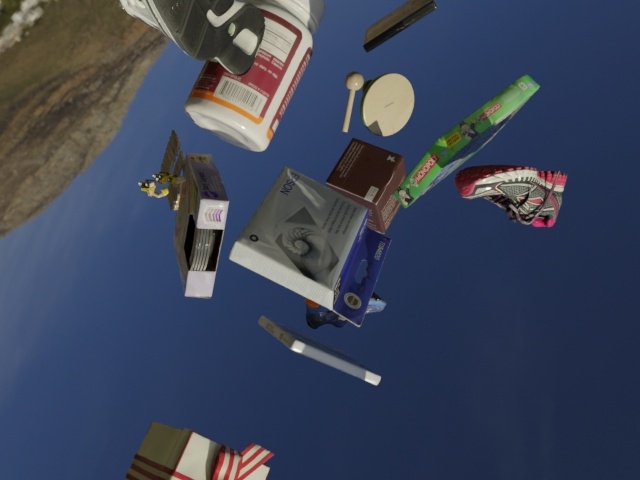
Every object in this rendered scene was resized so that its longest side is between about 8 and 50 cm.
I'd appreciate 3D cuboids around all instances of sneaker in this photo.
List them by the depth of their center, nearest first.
[{"bbox_3d":[-0.272,-0.410,1.055,0.258,0.447,0.169,23,-88,8],"label":"sneaker"},{"bbox_3d":[0.377,-0.086,1.222,0.121,0.299,0.111,9,-85,53],"label":"sneaker"},{"bbox_3d":[0.052,0.151,1.438,0.083,0.221,0.087,42,-56,50],"label":"sneaker"}]

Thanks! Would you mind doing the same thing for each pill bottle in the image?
[{"bbox_3d":[-0.152,-0.437,1.549,0.224,0.224,0.392,17,-100,47],"label":"pill bottle"}]

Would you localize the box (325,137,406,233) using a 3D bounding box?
[{"bbox_3d":[0.140,-0.155,1.834,0.167,0.203,0.168,25,-107,22],"label":"box"}]

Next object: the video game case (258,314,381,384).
[{"bbox_3d":[-0.007,0.238,1.388,0.026,0.227,0.206,-64,-155,-4],"label":"video game case"}]

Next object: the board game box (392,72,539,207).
[{"bbox_3d":[0.307,-0.209,1.338,0.317,0.046,0.213,-37,170,-32],"label":"board game box"}]

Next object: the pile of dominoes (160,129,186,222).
[{"bbox_3d":[-0.369,-0.166,1.687,0.251,0.040,0.195,-46,-122,59],"label":"pile of dominoes"}]

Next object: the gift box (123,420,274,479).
[{"bbox_3d":[-0.267,0.557,1.420,0.258,0.276,0.255,-12,-126,54],"label":"gift box"}]

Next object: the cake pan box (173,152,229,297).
[{"bbox_3d":[-0.274,-0.036,1.436,0.266,0.070,0.245,-119,-143,-54],"label":"cake pan box"}]

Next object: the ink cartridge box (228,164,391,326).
[{"bbox_3d":[0.000,0.000,1.002,0.045,0.224,0.223,-60,-177,42],"label":"ink cartridge box"}]

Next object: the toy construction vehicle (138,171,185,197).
[{"bbox_3d":[-0.355,-0.124,1.422,0.098,0.035,0.086,10,-154,33],"label":"toy construction vehicle"}]

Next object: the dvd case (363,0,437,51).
[{"bbox_3d":[0.184,-0.521,1.497,0.180,0.022,0.253,-29,-160,19],"label":"dvd case"}]

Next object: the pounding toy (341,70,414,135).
[{"bbox_3d":[0.148,-0.406,1.848,0.110,0.237,0.182,37,-56,51],"label":"pounding toy"}]
